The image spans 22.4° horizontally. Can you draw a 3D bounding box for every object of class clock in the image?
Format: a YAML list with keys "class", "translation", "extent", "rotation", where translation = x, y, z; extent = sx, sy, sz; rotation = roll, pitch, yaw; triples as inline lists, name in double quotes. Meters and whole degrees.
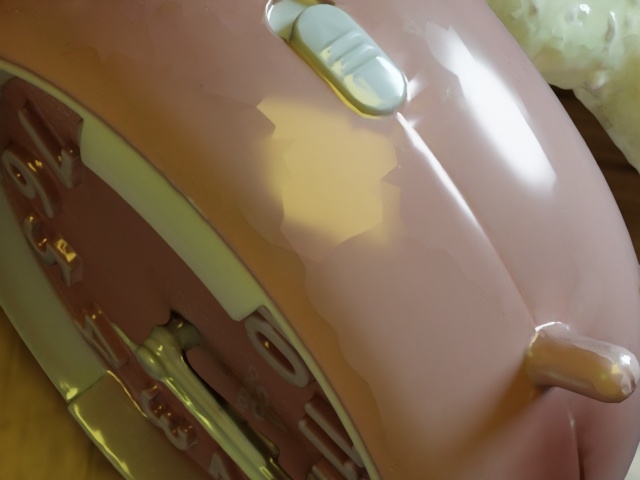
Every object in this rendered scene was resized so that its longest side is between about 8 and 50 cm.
- class: "clock"
  translation: [0.000, 0.000, 0.455]
  extent: [0.142, 0.227, 0.241]
  rotation: [-35, 73, -23]

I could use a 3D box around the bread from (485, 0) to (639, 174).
- class: "bread"
  translation: [0.118, -0.137, 0.584]
  extent: [0.316, 0.054, 0.316]
  rotation: [25, 45, -28]
